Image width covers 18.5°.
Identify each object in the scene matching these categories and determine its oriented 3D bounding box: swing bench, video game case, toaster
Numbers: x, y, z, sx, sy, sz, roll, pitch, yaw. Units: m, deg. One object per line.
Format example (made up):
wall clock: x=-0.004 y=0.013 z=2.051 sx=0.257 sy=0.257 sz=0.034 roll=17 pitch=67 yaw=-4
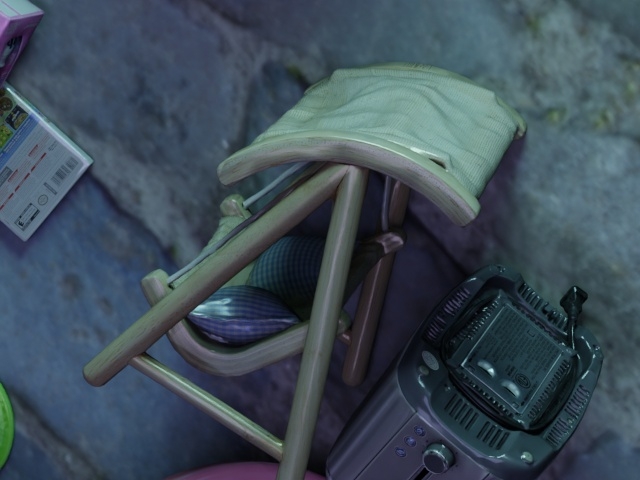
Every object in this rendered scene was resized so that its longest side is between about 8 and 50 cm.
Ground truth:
swing bench: x=0.000 y=0.000 z=1.339 sx=0.165 sy=0.253 sz=0.255 roll=32 pitch=109 yaw=3
video game case: x=-0.244 y=-0.070 z=1.506 sx=0.122 sy=0.011 sz=0.087 roll=42 pitch=111 yaw=-1
toaster: x=0.100 y=0.120 z=1.385 sx=0.129 sy=0.227 sz=0.146 roll=40 pitch=127 yaw=1

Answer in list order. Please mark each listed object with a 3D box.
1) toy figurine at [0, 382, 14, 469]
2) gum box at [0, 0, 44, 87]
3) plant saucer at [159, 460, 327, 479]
toy figurine: x=-0.337 y=0.179 z=1.518 sx=0.130 sy=0.159 sz=0.173 roll=38 pitch=111 yaw=1
gum box: x=-0.306 y=-0.171 z=1.458 sx=0.188 sy=0.062 sz=0.107 roll=36 pitch=109 yaw=7
plant saucer: x=-0.070 y=0.327 z=1.459 sx=0.332 sy=0.084 sz=0.332 roll=1 pitch=88 yaw=-28
